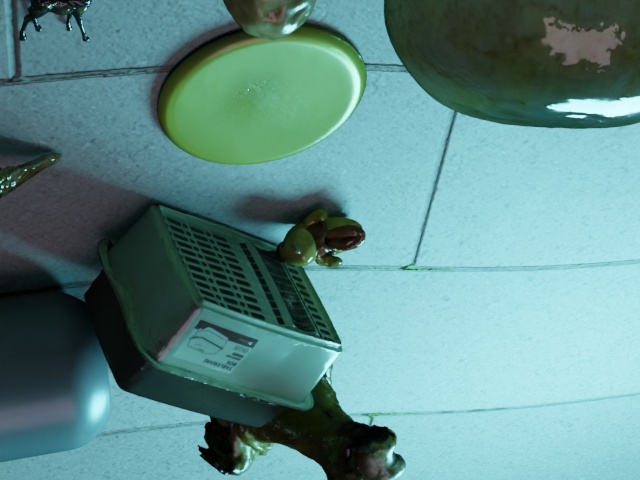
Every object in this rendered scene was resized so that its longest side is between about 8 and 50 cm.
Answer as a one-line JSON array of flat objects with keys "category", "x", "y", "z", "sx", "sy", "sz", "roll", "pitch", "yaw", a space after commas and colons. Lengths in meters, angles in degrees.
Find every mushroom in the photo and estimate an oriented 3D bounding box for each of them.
[{"category": "mushroom", "x": 0.228, "y": -0.237, "z": 1.609, "sx": 0.352, "sy": 0.260, "sz": 0.352, "roll": 0, "pitch": 175, "yaw": 0}]

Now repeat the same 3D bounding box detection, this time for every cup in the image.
[{"category": "cup", "x": -0.419, "y": 0.175, "z": 2.024, "sx": 0.312, "sy": 0.205, "sz": 0.205, "roll": -7, "pitch": 147, "yaw": -14}]

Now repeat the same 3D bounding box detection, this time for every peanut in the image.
[{"category": "peanut", "x": -0.034, "y": -0.289, "z": 1.550, "sx": 0.111, "sy": 0.125, "sz": 0.274, "roll": -16, "pitch": 149, "yaw": -18}]

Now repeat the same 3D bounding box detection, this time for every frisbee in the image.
[{"category": "frisbee", "x": -0.062, "y": -0.156, "z": 1.840, "sx": 0.236, "sy": 0.017, "sz": 0.236, "roll": -10, "pitch": 147, "yaw": -7}]

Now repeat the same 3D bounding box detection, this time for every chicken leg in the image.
[{"category": "chicken leg", "x": -0.054, "y": 0.231, "z": 2.140, "sx": 0.211, "sy": 0.361, "sz": 0.140, "roll": -40, "pitch": 121, "yaw": -2}]

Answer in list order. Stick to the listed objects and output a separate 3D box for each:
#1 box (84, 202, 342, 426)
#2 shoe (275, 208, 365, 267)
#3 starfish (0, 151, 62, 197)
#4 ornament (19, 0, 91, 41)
[{"category": "box", "x": -0.130, "y": 0.096, "z": 2.013, "sx": 0.290, "sy": 0.220, "sz": 0.166, "roll": 22, "pitch": 120, "yaw": -42}, {"category": "shoe", "x": 0.002, "y": -0.003, "z": 2.050, "sx": 0.109, "sy": 0.072, "sz": 0.069, "roll": 3, "pitch": -178, "yaw": -18}, {"category": "starfish", "x": -0.471, "y": -0.030, "z": 1.703, "sx": 0.398, "sy": 0.132, "sz": 0.384, "roll": -42, "pitch": 174, "yaw": 12}, {"category": "ornament", "x": -0.250, "y": -0.240, "z": 1.628, "sx": 0.073, "sy": 0.028, "sz": 0.125, "roll": -1, "pitch": 147, "yaw": -21}]
